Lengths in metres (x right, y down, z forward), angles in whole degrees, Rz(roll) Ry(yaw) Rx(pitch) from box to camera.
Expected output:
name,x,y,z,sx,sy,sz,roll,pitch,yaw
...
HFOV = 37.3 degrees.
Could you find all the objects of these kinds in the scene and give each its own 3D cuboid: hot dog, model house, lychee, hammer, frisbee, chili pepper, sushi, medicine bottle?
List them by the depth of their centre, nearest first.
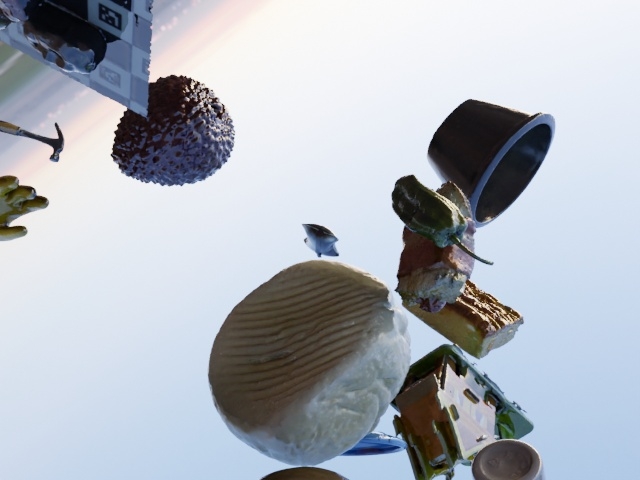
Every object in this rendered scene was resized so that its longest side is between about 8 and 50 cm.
name,x,y,z,sx,sy,sz,roll,pitch,yaw
sushi,-0.372,-0.297,1.130,0.064,0.359,0.343,-62,179,-27
medicine bottle,0.279,0.377,1.362,0.105,0.168,0.105,-13,-150,8
chili pepper,0.169,-0.035,1.402,0.073,0.072,0.204,-16,-142,-26
hot dog,0.190,0.012,1.517,0.146,0.103,0.213,-6,-115,55
hammer,-0.603,-0.221,1.865,0.021,0.201,0.078,150,-45,-66
frisbee,0.054,0.401,1.911,0.242,0.242,0.045,-21,-119,48
lychee,-0.326,-0.223,2.039,0.271,0.271,0.271,-35,-165,11
model house,0.313,0.483,2.199,0.242,0.358,0.312,-36,-163,31

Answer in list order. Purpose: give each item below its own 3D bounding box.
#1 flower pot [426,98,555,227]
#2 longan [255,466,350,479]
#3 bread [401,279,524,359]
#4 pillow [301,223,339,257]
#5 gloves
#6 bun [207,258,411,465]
name,x,y,z,sx,sy,sz,roll,pitch,yaw
flower pot,0.321,-0.174,1.869,0.269,0.166,0.269,-37,152,-23
longan,-0.017,0.465,1.298,0.319,0.319,0.319,-35,-165,11
bread,0.373,0.180,2.497,0.185,0.275,0.114,-19,135,-43
pillow,0.001,-0.002,2.221,0.055,0.091,0.135,-37,161,-13
gloves,-0.667,-0.068,1.920,0.294,0.133,0.116,-19,-126,41
bun,-0.006,0.214,1.605,0.349,0.227,0.352,-15,-132,20
